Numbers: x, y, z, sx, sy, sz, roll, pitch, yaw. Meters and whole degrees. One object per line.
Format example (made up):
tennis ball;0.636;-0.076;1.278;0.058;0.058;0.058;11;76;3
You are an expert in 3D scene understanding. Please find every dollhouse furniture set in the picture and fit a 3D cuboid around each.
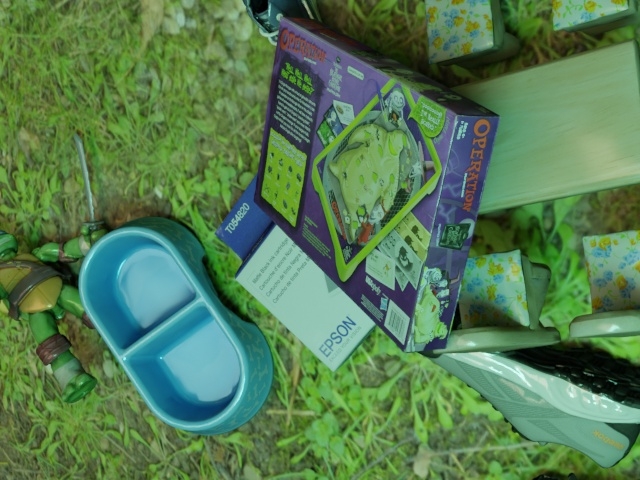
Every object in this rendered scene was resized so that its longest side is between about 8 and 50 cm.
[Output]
dollhouse furniture set;0.223;-0.107;0.824;0.394;0.256;0.362;-11;79;36

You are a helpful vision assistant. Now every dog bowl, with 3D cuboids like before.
dog bowl;-0.184;0.105;1.278;0.166;0.074;0.297;-36;82;7

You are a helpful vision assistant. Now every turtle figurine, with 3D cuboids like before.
turtle figurine;-0.358;0.060;1.360;0.266;0.198;0.274;47;126;10

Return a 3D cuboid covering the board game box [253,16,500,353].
board game box;0.033;-0.068;0.965;0.347;0.056;0.208;-136;46;-55

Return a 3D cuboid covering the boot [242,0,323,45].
boot;-0.035;-0.221;1.132;0.069;0.086;0.190;-23;88;36

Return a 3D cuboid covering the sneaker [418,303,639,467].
sneaker;0.195;0.145;1.059;0.272;0.100;0.108;24;119;28

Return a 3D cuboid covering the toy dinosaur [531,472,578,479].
toy dinosaur;0.265;0.359;1.061;0.322;0.164;0.218;-39;92;12

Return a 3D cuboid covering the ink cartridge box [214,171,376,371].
ink cartridge box;0.000;0.000;1.168;0.224;0.045;0.223;43;122;9
